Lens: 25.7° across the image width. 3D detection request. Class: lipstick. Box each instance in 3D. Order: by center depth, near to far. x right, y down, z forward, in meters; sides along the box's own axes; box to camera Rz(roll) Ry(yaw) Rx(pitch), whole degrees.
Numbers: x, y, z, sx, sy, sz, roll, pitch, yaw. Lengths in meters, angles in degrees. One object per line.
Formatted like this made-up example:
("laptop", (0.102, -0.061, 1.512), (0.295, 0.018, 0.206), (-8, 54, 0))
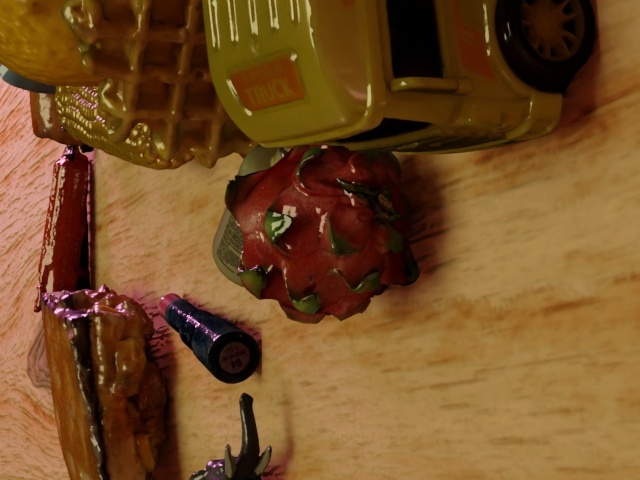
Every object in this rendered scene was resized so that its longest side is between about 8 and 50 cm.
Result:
("lipstick", (-0.123, 0.091, 1.455), (0.234, 0.053, 0.053), (-152, 61, -67))

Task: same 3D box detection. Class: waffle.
("waffle", (-0.110, -0.160, 1.176), (0.057, 0.219, 0.229), (-120, 36, -47))

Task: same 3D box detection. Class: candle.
("candle", (-0.333, -0.019, 1.874), (0.059, 0.084, 0.301), (12, 99, 32))

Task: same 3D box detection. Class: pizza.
("pizza", (-0.264, 0.174, 1.683), (0.409, 0.114, 0.277), (-126, 39, -48))

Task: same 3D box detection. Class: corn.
("corn", (-0.212, -0.141, 1.539), (0.305, 0.106, 0.106), (25, 116, 61))

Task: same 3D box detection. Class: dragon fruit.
("dragon fruit", (-0.003, -0.003, 1.086), (0.236, 0.135, 0.137), (129, 129, -80))

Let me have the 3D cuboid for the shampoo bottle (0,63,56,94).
("shampoo bottle", (-0.276, -0.285, 1.617), (0.258, 0.104, 0.061), (-54, 55, 25))

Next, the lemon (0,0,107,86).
("lemon", (-0.218, -0.296, 1.290), (0.336, 0.336, 0.336), (176, 90, -65))

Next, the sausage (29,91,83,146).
("sausage", (-0.311, -0.254, 1.747), (0.109, 0.109, 0.270), (-132, 44, -54))

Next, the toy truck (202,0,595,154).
("toy truck", (0.020, -0.251, 0.857), (0.181, 0.254, 0.405), (-4, 93, 61))

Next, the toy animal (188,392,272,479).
("toy animal", (-0.087, 0.276, 1.349), (0.269, 0.082, 0.137), (113, 143, -46))

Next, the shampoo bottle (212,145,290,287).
("shampoo bottle", (-0.039, -0.033, 1.205), (0.162, 0.079, 0.079), (113, 144, -45))
